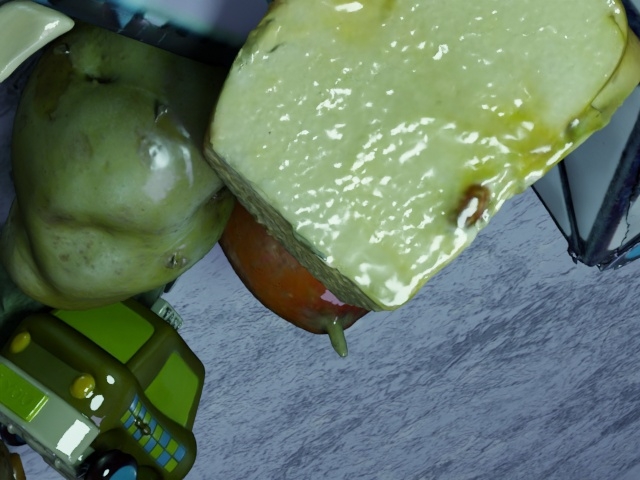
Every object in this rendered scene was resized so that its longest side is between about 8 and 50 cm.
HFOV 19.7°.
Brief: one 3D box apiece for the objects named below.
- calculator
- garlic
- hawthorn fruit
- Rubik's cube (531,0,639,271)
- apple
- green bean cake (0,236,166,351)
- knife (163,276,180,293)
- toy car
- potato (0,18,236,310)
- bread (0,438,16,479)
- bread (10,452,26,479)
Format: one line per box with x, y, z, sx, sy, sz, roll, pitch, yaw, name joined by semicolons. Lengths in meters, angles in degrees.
-0.137;-0.231;1.379;0.051;0.173;0.293;-17;161;34;calculator
-0.246;-0.166;1.495;0.083;0.053;0.041;-42;167;-2;garlic
0.000;0.000;1.773;0.199;0.251;0.199;-11;156;-5;hawthorn fruit
0.330;-0.198;1.680;0.305;0.310;0.307;-18;150;-19;Rubik's cube
0.087;-0.100;1.427;0.309;0.252;0.314;-48;141;-7;apple
-0.260;0.066;1.811;0.183;0.094;0.185;-4;143;-36;green bean cake
-0.154;0.028;1.840;0.032;0.058;0.244;11;149;-23;knife
-0.198;0.146;1.752;0.198;0.204;0.248;-51;148;-14;toy car
-0.171;-0.062;1.583;0.202;0.218;0.351;24;139;-6;potato
-0.426;0.282;1.939;0.230;0.123;0.230;-16;130;-20;bread
-0.435;0.314;2.063;0.226;0.088;0.049;-19;-175;-16;bread
